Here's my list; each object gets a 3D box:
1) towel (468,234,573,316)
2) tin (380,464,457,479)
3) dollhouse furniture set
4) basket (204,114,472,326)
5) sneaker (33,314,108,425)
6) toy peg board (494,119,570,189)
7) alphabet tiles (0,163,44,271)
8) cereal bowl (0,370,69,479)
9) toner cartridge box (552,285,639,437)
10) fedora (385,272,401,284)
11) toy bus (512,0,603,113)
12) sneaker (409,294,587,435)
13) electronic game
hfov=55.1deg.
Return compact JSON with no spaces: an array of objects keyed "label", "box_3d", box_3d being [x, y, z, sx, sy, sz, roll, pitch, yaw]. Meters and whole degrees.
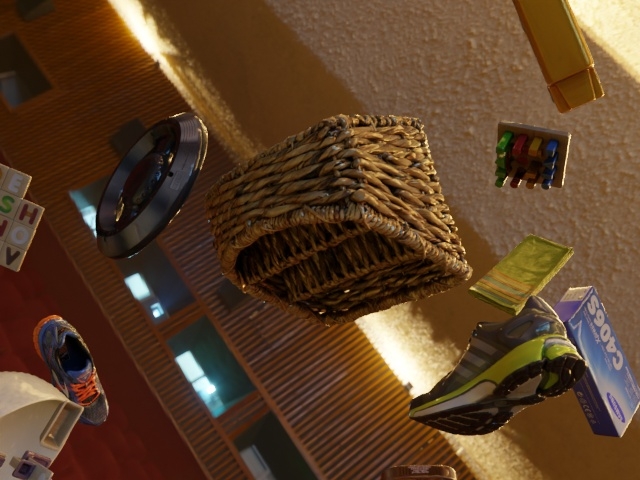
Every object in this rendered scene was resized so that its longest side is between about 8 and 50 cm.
[{"label":"towel","box_3d":[0.394,0.059,1.197,0.102,0.237,0.021,27,-43,35]},{"label":"tin","box_3d":[0.242,0.590,1.510,0.040,0.190,0.106,-89,176,-48]},{"label":"dollhouse furniture set","box_3d":[-0.354,0.262,0.794,0.081,0.114,0.091,7,-28,41]},{"label":"basket","box_3d":[0.000,0.000,0.781,0.299,0.214,0.223,-24,-100,46]},{"label":"sneaker","box_3d":[-0.435,0.240,1.087,0.087,0.083,0.221,3,-60,45]},{"label":"toy peg board","box_3d":[0.481,-0.180,1.432,0.161,0.079,0.161,18,-34,28]},{"label":"alphabet tiles","box_3d":[-0.596,-0.047,1.033,0.237,0.009,0.198,23,-88,0]},{"label":"cereal bowl","box_3d":[-0.570,0.335,0.958,0.141,0.339,0.339,37,-42,15]},{"label":"toner cartridge box","box_3d":[0.694,0.306,1.557,0.075,0.165,0.347,-12,-70,53]},{"label":"fedora","box_3d":[0.184,0.089,1.533,0.079,0.194,0.194,59,-35,18]},{"label":"toy bus","box_3d":[0.531,-0.460,1.391,0.108,0.130,0.332,-22,-90,22]},{"label":"sneaker","box_3d":[0.239,0.189,0.879,0.111,0.121,0.300,28,-47,-23]},{"label":"electronic game","box_3d":[-0.235,-0.078,0.846,0.048,0.229,0.229,34,-18,-36]}]
